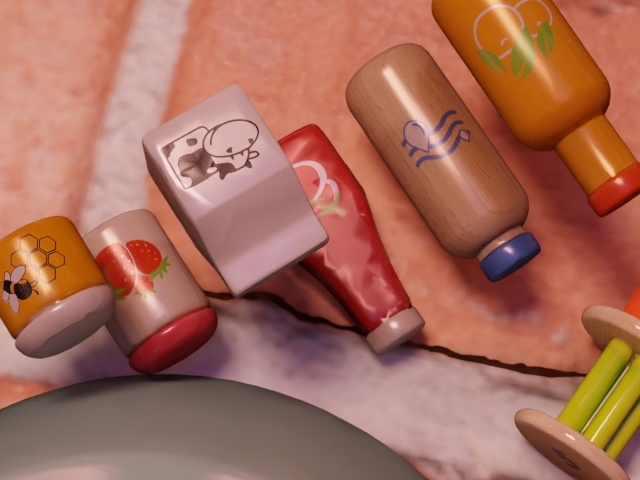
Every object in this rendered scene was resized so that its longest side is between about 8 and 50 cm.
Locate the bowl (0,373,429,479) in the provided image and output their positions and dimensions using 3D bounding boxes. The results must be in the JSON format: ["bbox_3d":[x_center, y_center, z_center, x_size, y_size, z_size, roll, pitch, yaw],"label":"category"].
[{"bbox_3d":[-0.059,0.187,0.470,0.311,0.163,0.311,1,77,-2],"label":"bowl"}]

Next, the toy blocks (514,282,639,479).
[{"bbox_3d":[0.166,0.047,0.566,0.123,0.054,0.148,37,78,7],"label":"toy blocks"}]

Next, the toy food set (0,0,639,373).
[{"bbox_3d":[0.000,0.000,0.543,0.232,0.111,0.104,-31,78,-11],"label":"toy food set"}]
